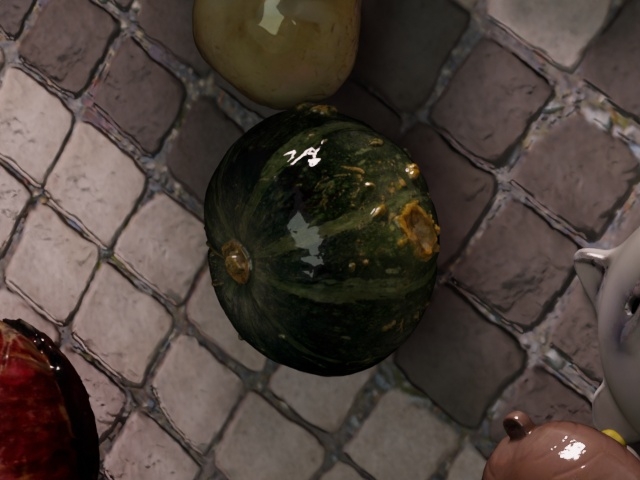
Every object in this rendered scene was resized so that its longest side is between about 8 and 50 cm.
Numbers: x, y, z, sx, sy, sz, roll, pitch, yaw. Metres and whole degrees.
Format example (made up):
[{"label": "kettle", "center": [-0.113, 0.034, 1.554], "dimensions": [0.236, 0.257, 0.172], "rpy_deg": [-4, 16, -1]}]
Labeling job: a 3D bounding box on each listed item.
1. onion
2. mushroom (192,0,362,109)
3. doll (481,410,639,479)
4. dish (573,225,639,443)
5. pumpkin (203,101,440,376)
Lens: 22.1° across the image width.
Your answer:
[{"label": "onion", "center": [-0.272, 0.175, 1.300], "dimensions": [0.246, 0.190, 0.246], "rpy_deg": [-2, 87, 58]}, {"label": "mushroom", "center": [-0.029, -0.164, 1.163], "dimensions": [0.148, 0.112, 0.148], "rpy_deg": [3, 96, 31]}, {"label": "doll", "center": [0.182, 0.197, 1.111], "dimensions": [0.145, 0.096, 0.188], "rpy_deg": [9, 132, 52]}, {"label": "dish", "center": [0.252, 0.059, 1.047], "dimensions": [0.228, 0.086, 0.236], "rpy_deg": [37, 112, 21]}, {"label": "pumpkin", "center": [0.000, 0.001, 1.146], "dimensions": [0.190, 0.146, 0.190], "rpy_deg": [39, 147, 32]}]
